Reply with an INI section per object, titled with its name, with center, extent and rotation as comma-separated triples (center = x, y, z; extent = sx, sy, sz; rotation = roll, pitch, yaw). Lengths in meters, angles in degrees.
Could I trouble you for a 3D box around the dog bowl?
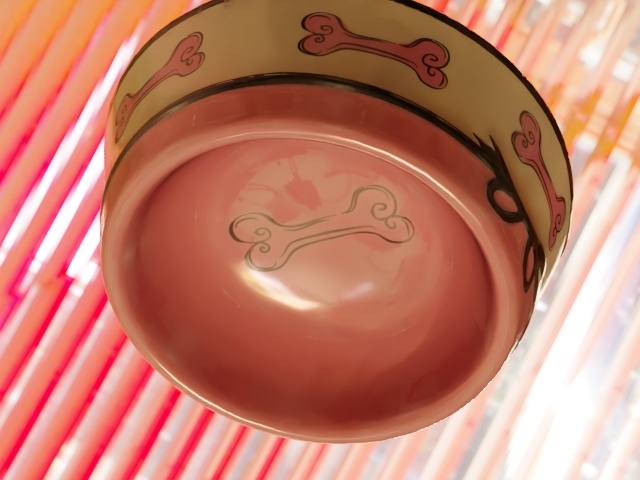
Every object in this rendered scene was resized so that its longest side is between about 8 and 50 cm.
[dog bowl]
center = 0.000, 0.000, 1.305
extent = 0.150, 0.408, 0.408
rotation = -75, 4, -49
